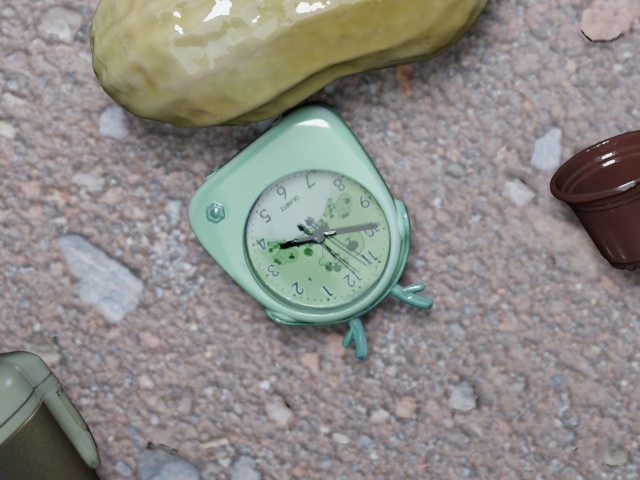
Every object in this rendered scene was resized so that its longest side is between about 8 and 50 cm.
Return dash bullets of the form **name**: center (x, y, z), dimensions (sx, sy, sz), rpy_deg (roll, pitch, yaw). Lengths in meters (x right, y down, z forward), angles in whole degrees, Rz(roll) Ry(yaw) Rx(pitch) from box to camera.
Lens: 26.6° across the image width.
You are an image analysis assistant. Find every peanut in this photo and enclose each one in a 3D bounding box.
- **peanut**: center (-0.015, -0.184, 1.058), dimensions (0.340, 0.158, 0.174), rpy_deg (-17, 140, 12)

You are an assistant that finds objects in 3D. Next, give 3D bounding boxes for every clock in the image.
- **clock**: center (0.000, 0.000, 1.157), dimensions (0.159, 0.066, 0.211), rpy_deg (-36, 98, 11)

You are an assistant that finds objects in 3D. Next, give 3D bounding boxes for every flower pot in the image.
- **flower pot**: center (0.257, -0.028, 1.119), dimensions (0.111, 0.111, 0.089), rpy_deg (-24, 110, 9)

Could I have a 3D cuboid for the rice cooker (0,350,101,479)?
- **rice cooker**: center (-0.319, 0.267, 1.113), dimensions (0.335, 0.335, 0.325), rpy_deg (-30, 98, 10)
